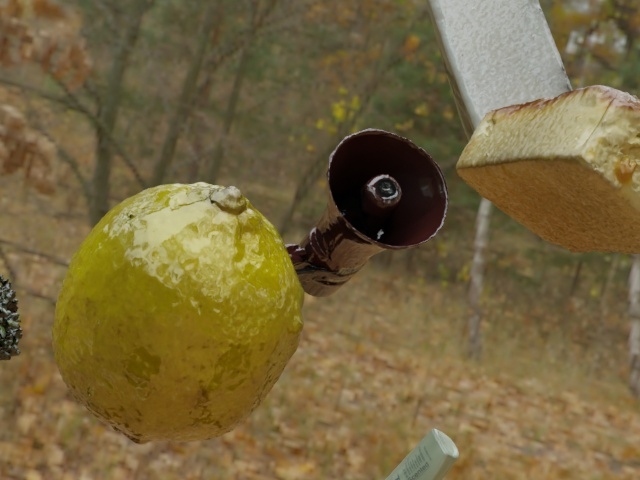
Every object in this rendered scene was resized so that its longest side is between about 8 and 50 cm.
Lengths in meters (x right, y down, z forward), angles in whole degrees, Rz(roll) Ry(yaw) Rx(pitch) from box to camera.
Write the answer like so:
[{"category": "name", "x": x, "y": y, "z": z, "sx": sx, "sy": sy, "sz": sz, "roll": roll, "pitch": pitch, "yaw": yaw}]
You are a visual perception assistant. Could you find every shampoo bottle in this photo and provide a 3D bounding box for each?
[{"category": "shampoo bottle", "x": 0.118, "y": 0.369, "z": 1.898, "sx": 0.049, "sy": 0.212, "sz": 0.072, "roll": 27, "pitch": 22, "yaw": -39}]

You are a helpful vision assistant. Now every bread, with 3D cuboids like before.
[{"category": "bread", "x": 0.287, "y": -0.071, "z": 1.371, "sx": 0.184, "sy": 0.114, "sz": 0.274, "roll": 35, "pitch": -10, "yaw": -17}]

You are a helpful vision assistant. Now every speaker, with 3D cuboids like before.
[{"category": "speaker", "x": 0.019, "y": 0.011, "z": 1.985, "sx": 0.198, "sy": 0.329, "sz": 0.259, "roll": 45, "pitch": 51, "yaw": 3}]

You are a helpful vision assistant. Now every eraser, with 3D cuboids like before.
[{"category": "eraser", "x": 0.257, "y": -0.209, "z": 1.774, "sx": 0.150, "sy": 0.331, "sz": 0.331, "roll": -21, "pitch": 0, "yaw": 7}]

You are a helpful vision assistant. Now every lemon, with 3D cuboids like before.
[{"category": "lemon", "x": -0.152, "y": 0.075, "z": 1.405, "sx": 0.268, "sy": 0.322, "sz": 0.268, "roll": 28, "pitch": 16, "yaw": -9}]

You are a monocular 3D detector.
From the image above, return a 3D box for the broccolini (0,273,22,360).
[{"category": "broccolini", "x": -0.262, "y": 0.046, "z": 0.723, "sx": 0.201, "sy": 0.058, "sz": 0.074, "roll": 6, "pitch": 39, "yaw": 22}]
